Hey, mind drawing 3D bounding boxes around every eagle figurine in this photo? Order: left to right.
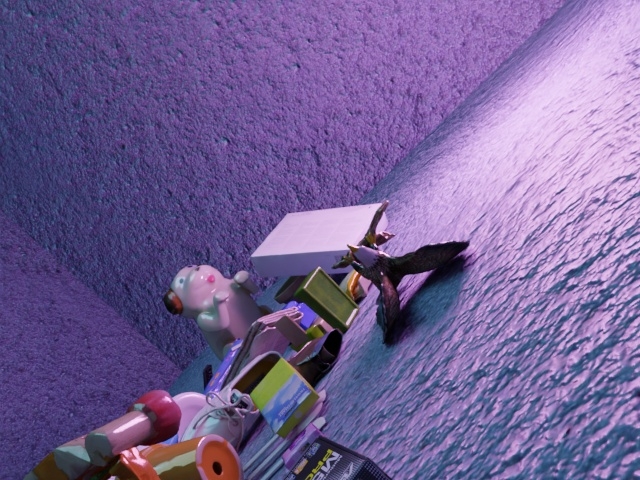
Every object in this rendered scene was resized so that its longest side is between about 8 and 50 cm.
[{"bbox_3d":[0.144,0.065,1.352,0.298,0.225,0.227,32,122,55],"label":"eagle figurine"}]

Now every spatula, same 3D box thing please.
[{"bbox_3d":[-0.073,0.399,1.298,0.242,0.019,0.168,-47,11,7],"label":"spatula"}]

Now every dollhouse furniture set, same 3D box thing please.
[{"bbox_3d":[0.018,0.131,1.763,0.197,0.151,0.301,-42,7,42],"label":"dollhouse furniture set"}]

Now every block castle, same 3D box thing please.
[{"bbox_3d":[-0.340,0.489,1.112,0.453,0.303,0.213,-45,-12,21],"label":"block castle"}]

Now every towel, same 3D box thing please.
[{"bbox_3d":[-0.157,0.306,1.804,0.187,0.049,0.282,-13,-44,-52],"label":"towel"}]

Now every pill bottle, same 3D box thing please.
[{"bbox_3d":[-0.409,0.551,1.847,0.334,0.188,0.188,-41,8,46],"label":"pill bottle"}]

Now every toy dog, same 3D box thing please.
[{"bbox_3d":[-0.354,0.247,2.419,0.285,0.408,0.395,-50,7,-33],"label":"toy dog"}]

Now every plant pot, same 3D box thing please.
[{"bbox_3d":[-0.258,0.471,1.296,0.188,0.205,0.205,-34,10,22],"label":"plant pot"},{"bbox_3d":[-0.043,0.148,2.314,0.237,0.109,0.237,-46,7,7],"label":"plant pot"}]

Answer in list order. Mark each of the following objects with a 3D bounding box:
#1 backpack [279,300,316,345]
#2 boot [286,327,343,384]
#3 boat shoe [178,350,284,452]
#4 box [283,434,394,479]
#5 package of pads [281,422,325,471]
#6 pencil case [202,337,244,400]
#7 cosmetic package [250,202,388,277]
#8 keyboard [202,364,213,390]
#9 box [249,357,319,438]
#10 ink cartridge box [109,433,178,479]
[{"bbox_3d":[-0.087,0.248,2.012,0.120,0.101,0.098,-48,-2,31],"label":"backpack"},{"bbox_3d":[-0.026,0.273,1.475,0.106,0.082,0.219,-46,3,38],"label":"boot"},{"bbox_3d":[-0.201,0.399,1.590,0.367,0.135,0.156,-43,-15,-34],"label":"boat shoe"},{"bbox_3d":[-0.037,0.387,0.866,0.270,0.060,0.216,-49,5,-16],"label":"box"},{"bbox_3d":[-0.030,0.358,1.159,0.083,0.032,0.050,-48,7,-9],"label":"package of pads"},{"bbox_3d":[-0.274,0.425,2.030,0.119,0.133,0.306,5,37,27],"label":"pencil case"},{"bbox_3d":[0.000,0.000,2.212,0.377,0.098,0.284,-5,32,31],"label":"cosmetic package"},{"bbox_3d":[-0.330,0.474,2.079,0.100,0.038,0.192,-70,-21,-77],"label":"keyboard"},{"bbox_3d":[-0.072,0.315,1.343,0.109,0.042,0.178,-49,24,-6],"label":"box"},{"bbox_3d":[-0.420,0.588,1.475,0.307,0.128,0.223,-67,-16,-74],"label":"ink cartridge box"}]
